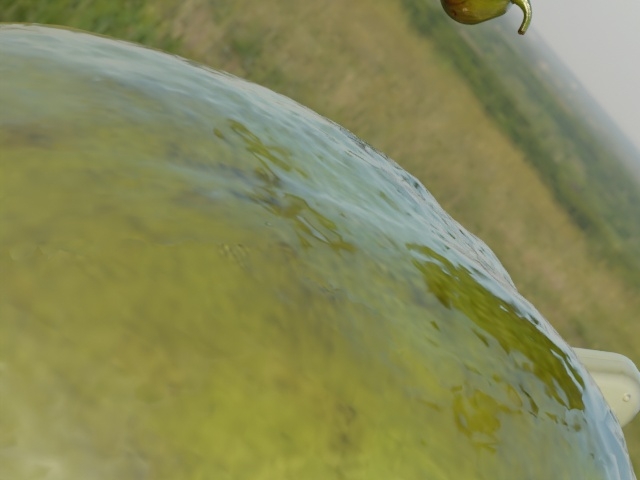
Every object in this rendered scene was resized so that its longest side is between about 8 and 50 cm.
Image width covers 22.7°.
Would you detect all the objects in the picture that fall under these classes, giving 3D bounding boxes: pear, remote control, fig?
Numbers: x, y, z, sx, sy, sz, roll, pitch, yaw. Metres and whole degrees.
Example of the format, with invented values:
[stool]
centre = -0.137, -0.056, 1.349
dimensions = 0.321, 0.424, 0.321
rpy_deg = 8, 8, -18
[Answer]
[pear]
centre = -0.078, 0.103, 0.540
dimensions = 0.413, 0.352, 0.352
rpy_deg = 5, 41, -42
[remote control]
centre = 0.157, 0.117, 1.256
dimensions = 0.221, 0.078, 0.042
rpy_deg = 9, 35, -21
[fig]
centre = 0.167, -0.251, 1.563
dimensions = 0.098, 0.084, 0.082
rpy_deg = 20, -16, 8
